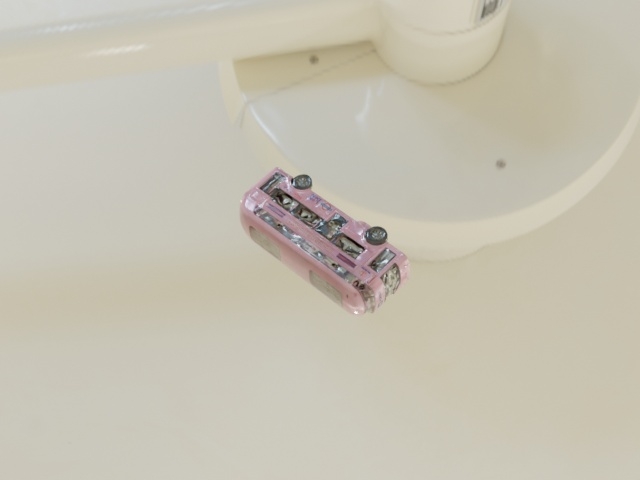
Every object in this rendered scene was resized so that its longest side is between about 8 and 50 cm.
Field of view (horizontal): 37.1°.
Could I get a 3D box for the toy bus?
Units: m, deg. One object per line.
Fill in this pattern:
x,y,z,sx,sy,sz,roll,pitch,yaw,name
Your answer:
0.000,0.000,1.046,0.203,0.063,0.090,35,-117,25,toy bus
